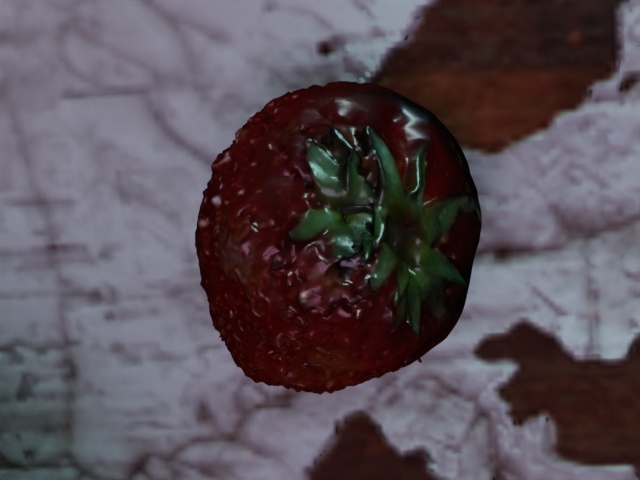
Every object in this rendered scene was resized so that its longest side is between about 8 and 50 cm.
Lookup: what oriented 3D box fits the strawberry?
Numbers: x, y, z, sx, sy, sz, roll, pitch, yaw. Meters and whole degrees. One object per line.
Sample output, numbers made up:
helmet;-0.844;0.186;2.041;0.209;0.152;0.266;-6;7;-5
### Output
strawberry;0.001;0.000;0.490;0.106;0.106;0.106;3;112;8
